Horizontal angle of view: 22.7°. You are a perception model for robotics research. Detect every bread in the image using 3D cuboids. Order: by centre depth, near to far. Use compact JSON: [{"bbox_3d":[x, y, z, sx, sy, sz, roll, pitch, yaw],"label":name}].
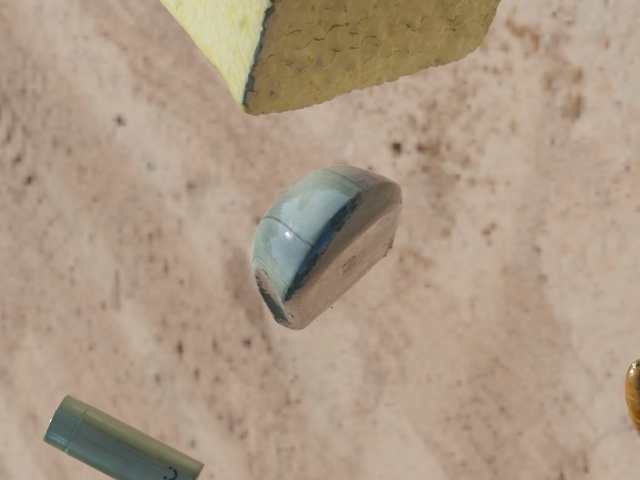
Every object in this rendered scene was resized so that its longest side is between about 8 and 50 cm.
[{"bbox_3d":[0.028,-0.243,1.065,0.198,0.236,0.263,57,146,34],"label":"bread"}]

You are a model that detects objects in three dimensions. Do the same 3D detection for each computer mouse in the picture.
[{"bbox_3d":[0.000,0.000,1.883,0.122,0.188,0.371,48,170,13],"label":"computer mouse"}]

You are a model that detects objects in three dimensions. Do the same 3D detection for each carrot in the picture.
[{"bbox_3d":[0.271,0.143,1.287,0.048,0.048,0.139,45,172,47],"label":"carrot"}]

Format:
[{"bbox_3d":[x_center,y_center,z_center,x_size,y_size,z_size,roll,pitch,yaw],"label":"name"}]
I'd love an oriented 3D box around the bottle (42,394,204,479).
[{"bbox_3d":[-0.253,0.274,2.049,0.072,0.201,0.072,-63,0,1],"label":"bottle"}]
